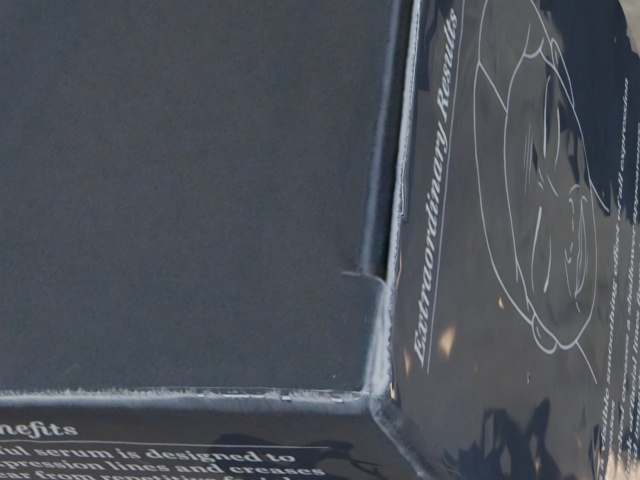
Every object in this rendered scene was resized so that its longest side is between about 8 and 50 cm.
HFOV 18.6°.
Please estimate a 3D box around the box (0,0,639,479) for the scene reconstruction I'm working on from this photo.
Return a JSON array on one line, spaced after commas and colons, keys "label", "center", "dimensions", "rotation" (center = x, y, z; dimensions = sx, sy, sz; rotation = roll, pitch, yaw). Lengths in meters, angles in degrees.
[{"label": "box", "center": [0.000, 0.000, 0.784], "dimensions": [0.212, 0.395, 0.293], "rotation": [-1, 64, 20]}]
